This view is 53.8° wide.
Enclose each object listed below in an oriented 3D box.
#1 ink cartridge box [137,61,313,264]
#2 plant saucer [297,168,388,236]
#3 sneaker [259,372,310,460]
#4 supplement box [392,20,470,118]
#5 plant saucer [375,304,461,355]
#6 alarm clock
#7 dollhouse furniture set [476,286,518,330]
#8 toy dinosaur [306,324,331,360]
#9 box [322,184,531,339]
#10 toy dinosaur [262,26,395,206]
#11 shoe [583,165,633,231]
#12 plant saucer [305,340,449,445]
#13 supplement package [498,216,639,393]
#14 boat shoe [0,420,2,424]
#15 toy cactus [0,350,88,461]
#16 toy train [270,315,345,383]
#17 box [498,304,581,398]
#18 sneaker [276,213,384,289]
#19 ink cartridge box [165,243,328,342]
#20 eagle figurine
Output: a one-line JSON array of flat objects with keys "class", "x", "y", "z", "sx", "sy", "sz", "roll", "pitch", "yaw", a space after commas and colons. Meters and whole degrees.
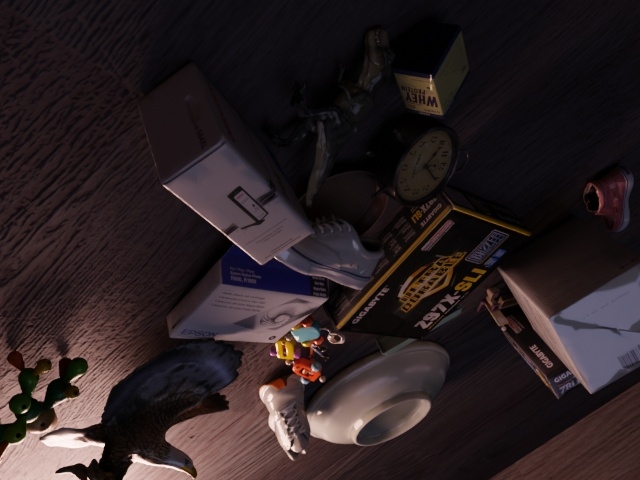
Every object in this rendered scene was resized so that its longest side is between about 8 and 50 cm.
[{"class": "ink cartridge box", "x": -0.109, "y": -0.085, "z": 0.742, "sx": 0.086, "sy": 0.148, "sz": 0.203, "roll": -33, "pitch": 143, "yaw": 9}, {"class": "plant saucer", "x": 0.023, "y": -0.050, "z": 0.971, "sx": 0.169, "sy": 0.029, "sz": 0.168, "roll": -18, "pitch": 142, "yaw": -15}, {"class": "sneaker", "x": -0.060, "y": 0.384, "z": 1.358, "sx": 0.099, "sy": 0.121, "sz": 0.262, "roll": -21, "pitch": 143, "yaw": -11}, {"class": "supplement box", "x": 0.142, "y": -0.215, "z": 0.798, "sx": 0.083, "sy": 0.056, "sz": 0.083, "roll": -60, "pitch": 147, "yaw": -17}, {"class": "plant saucer", "x": 0.210, "y": 0.184, "z": 1.343, "sx": 0.192, "sy": 0.067, "sz": 0.018, "roll": -32, "pitch": 110, "yaw": 3}, {"class": "alarm clock", "x": 0.154, "y": -0.118, "z": 0.935, "sx": 0.192, "sy": 0.064, "sz": 0.129, "roll": -4, "pitch": 123, "yaw": -37}, {"class": "dollhouse furniture set", "x": 0.435, "y": 0.150, "z": 1.435, "sx": 0.114, "sy": 0.081, "sz": 0.091, "roll": -13, "pitch": 141, "yaw": -20}, {"class": "toy dinosaur", "x": -0.013, "y": 0.205, "z": 1.247, "sx": 0.090, "sy": 0.047, "sz": 0.082, "roll": -29, "pitch": 125, "yaw": 21}, {"class": "box", "x": 0.195, "y": 0.051, "z": 1.166, "sx": 0.257, "sy": 0.079, "sz": 0.322, "roll": 12, "pitch": 127, "yaw": -44}, {"class": "toy dinosaur", "x": 0.000, "y": -0.147, "z": 0.804, "sx": 0.118, "sy": 0.064, "sz": 0.268, "roll": 7, "pitch": 128, "yaw": -32}, {"class": "shoe", "x": 0.580, "y": -0.071, "z": 1.285, "sx": 0.081, "sy": 0.063, "sz": 0.178, "roll": -25, "pitch": 138, "yaw": -3}, {"class": "plant saucer", "x": 0.157, "y": 0.405, "z": 1.544, "sx": 0.401, "sy": 0.100, "sz": 0.400, "roll": -18, "pitch": 143, "yaw": -14}, {"class": "supplement package", "x": 0.518, "y": 0.117, "z": 1.244, "sx": 0.199, "sy": 0.262, "sz": 0.198, "roll": -33, "pitch": 109, "yaw": 6}, {"class": "boat shoe", "x": -0.528, "y": 0.287, "z": 0.994, "sx": 0.043, "sy": 0.049, "sz": 0.137, "roll": -20, "pitch": 139, "yaw": -31}, {"class": "toy cactus", "x": -0.451, "y": 0.261, "z": 0.963, "sx": 0.219, "sy": 0.112, "sz": 0.180, "roll": -52, "pitch": 171, "yaw": -24}, {"class": "toy train", "x": -0.022, "y": 0.199, "z": 1.195, "sx": 0.125, "sy": 0.046, "sz": 0.166, "roll": 24, "pitch": 129, "yaw": -8}, {"class": "box", "x": 0.578, "y": 0.183, "z": 1.408, "sx": 0.293, "sy": 0.295, "sz": 0.073, "roll": -31, "pitch": 107, "yaw": 5}, {"class": "sneaker", "x": 0.000, "y": 0.000, "z": 0.934, "sx": 0.258, "sy": 0.094, "sz": 0.091, "roll": 20, "pitch": 104, "yaw": -51}, {"class": "ink cartridge box", "x": -0.100, "y": 0.092, "z": 1.023, "sx": 0.223, "sy": 0.045, "sz": 0.224, "roll": 11, "pitch": 136, "yaw": -41}, {"class": "eagle figurine", "x": -0.278, "y": 0.305, "z": 1.054, "sx": 0.226, "sy": 0.298, "sz": 0.225, "roll": -3, "pitch": 130, "yaw": 36}]
